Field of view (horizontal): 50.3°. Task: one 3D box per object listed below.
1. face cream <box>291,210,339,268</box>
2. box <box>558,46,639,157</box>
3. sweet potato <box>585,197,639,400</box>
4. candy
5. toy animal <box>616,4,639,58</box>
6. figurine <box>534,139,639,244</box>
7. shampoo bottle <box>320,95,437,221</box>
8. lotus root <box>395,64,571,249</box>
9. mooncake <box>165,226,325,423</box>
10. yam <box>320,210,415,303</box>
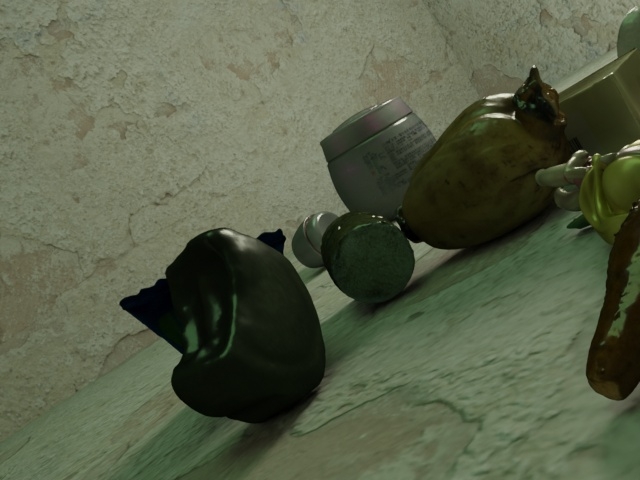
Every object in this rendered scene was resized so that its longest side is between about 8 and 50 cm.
[{"bbox_3d":[0.000,0.000,1.519,0.104,0.117,0.117,-41,-3,42],"label":"face cream"},{"bbox_3d":[0.319,-0.141,0.882,0.212,0.095,0.168,-30,3,41],"label":"box"},{"bbox_3d":[0.224,-0.028,0.373,0.072,0.066,0.314,27,46,37],"label":"sweet potato"},{"bbox_3d":[-0.105,0.088,0.819,0.187,0.077,0.331,-27,-27,-9],"label":"candy"},{"bbox_3d":[0.538,-0.267,0.953,0.103,0.131,0.220,3,14,-30],"label":"toy animal"},{"bbox_3d":[0.220,-0.035,0.526,0.083,0.083,0.187,-32,10,-7],"label":"figurine"},{"bbox_3d":[0.153,-0.195,1.674,0.273,0.266,0.273,-31,3,2],"label":"shampoo bottle"},{"bbox_3d":[0.189,-0.076,0.773,0.257,0.140,0.154,-43,8,47],"label":"lotus root"},{"bbox_3d":[-0.077,0.078,0.616,0.104,0.168,0.175,-29,18,22],"label":"mooncake"},{"bbox_3d":[0.056,0.019,0.843,0.107,0.107,0.194,-32,5,0],"label":"yam"}]
